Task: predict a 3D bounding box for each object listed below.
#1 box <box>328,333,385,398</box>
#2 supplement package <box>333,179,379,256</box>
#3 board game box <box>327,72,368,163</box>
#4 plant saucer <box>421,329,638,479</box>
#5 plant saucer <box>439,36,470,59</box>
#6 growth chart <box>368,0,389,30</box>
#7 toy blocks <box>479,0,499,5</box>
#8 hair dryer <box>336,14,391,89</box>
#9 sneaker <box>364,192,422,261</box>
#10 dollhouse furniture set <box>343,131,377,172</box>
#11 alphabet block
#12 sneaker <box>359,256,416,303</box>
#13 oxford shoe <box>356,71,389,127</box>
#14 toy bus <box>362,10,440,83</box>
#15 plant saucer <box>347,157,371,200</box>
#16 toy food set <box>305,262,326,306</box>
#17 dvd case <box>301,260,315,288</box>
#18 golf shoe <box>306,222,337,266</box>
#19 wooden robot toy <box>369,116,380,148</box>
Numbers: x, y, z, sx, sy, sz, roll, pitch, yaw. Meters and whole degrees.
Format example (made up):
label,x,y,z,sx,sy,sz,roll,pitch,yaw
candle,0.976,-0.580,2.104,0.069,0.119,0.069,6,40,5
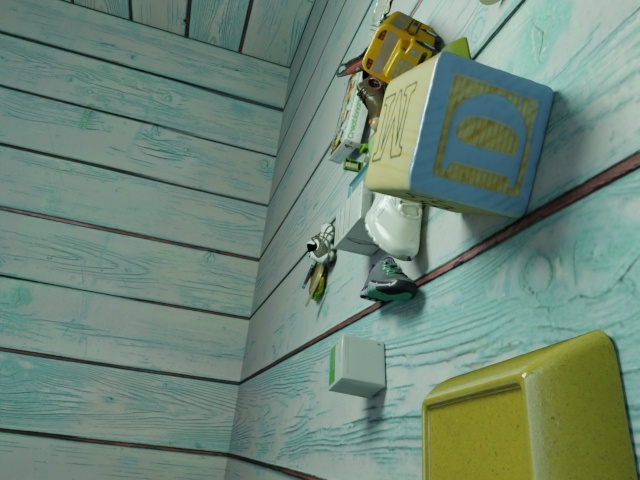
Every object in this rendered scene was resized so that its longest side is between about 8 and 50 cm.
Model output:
label,x,y,z,sx,sy,sz,roll,pitch,yaw
box,0.077,0.270,1.094,0.087,0.101,0.101,123,157,-51
supplement package,0.111,-0.048,1.228,0.179,0.105,0.105,127,152,-61
board game box,0.106,-0.416,1.628,0.193,0.053,0.305,145,140,-71
plant saucer,0.207,0.296,0.598,0.333,0.080,0.333,127,153,-60
plant saucer,0.240,-0.293,1.047,0.188,0.045,0.188,120,157,-52
growth chart,0.211,-0.790,1.651,0.172,0.021,0.237,-102,28,-59
toy blocks,0.312,-0.517,0.936,0.148,0.054,0.123,-92,19,-47
hair dryer,0.150,-0.484,1.390,0.223,0.080,0.294,-44,26,24
sneaker,0.165,-0.091,1.063,0.129,0.111,0.297,128,150,-46
dollhouse furniture set,0.118,-0.255,1.478,0.152,0.058,0.076,129,150,-62
alphabet block,0.200,-0.149,0.786,0.197,0.192,0.194,-158,82,-75
sneaker,0.139,0.073,1.069,0.223,0.083,0.098,149,137,-73
oxford shoe,0.142,-0.396,1.435,0.083,0.096,0.227,123,154,-52
toy bus,0.178,-0.413,1.117,0.108,0.130,0.333,-61,2,32
plant saucer,0.118,-0.171,1.494,0.192,0.018,0.067,133,146,-63
toy food set,-0.004,0.132,1.700,0.192,0.038,0.132,-81,14,-64
dvd case,-0.032,0.104,1.807,0.087,0.013,0.119,-62,-6,-53
golf shoe,0.000,0.000,1.664,0.198,0.093,0.077,-95,21,-55
wooden robot toy,0.159,-0.298,1.311,0.173,0.079,0.076,135,144,-65
